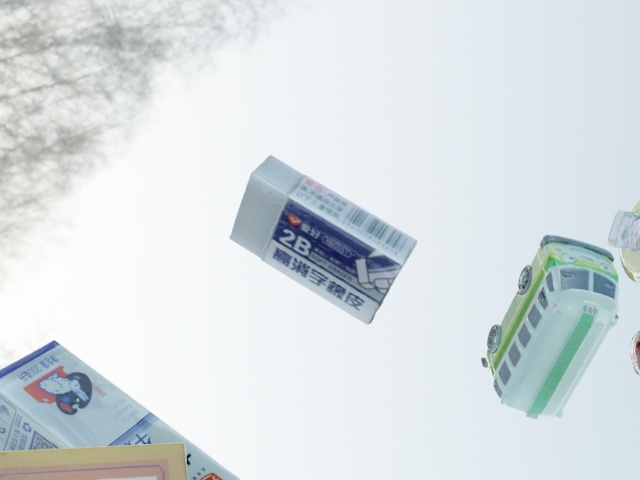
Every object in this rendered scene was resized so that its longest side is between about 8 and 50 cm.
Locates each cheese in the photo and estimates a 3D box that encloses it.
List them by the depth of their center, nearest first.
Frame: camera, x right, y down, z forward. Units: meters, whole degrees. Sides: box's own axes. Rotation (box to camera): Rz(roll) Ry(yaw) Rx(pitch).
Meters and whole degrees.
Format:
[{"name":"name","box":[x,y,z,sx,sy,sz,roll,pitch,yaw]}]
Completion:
[{"name":"cheese","box":[0.372,-0.010,1.017,0.050,0.255,0.127,21,-83,31]}]

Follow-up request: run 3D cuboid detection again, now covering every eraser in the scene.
[{"name":"eraser","box":[0.000,0.000,1.084,0.210,0.068,0.124,31,-44,7]}]

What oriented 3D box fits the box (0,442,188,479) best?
[{"name":"box","box":[-0.211,0.354,0.710,0.284,0.213,0.260,-103,-158,-43]}]

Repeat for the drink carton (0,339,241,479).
[{"name":"drink carton","box":[-0.259,0.265,1.071,0.315,0.130,0.107,33,-60,13]}]

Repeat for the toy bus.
[{"name":"toy bus","box":[0.378,0.147,1.441,0.165,0.133,0.276,-90,-164,-58]}]

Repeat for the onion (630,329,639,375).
[{"name":"onion","box":[0.357,0.112,0.862,0.107,0.107,0.097,140,-48,-60]}]
